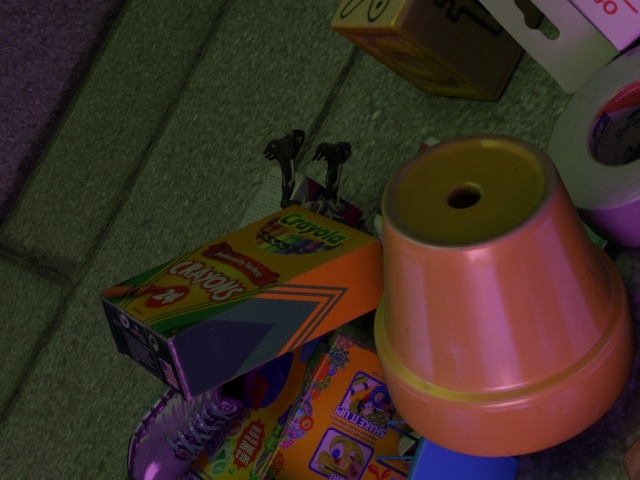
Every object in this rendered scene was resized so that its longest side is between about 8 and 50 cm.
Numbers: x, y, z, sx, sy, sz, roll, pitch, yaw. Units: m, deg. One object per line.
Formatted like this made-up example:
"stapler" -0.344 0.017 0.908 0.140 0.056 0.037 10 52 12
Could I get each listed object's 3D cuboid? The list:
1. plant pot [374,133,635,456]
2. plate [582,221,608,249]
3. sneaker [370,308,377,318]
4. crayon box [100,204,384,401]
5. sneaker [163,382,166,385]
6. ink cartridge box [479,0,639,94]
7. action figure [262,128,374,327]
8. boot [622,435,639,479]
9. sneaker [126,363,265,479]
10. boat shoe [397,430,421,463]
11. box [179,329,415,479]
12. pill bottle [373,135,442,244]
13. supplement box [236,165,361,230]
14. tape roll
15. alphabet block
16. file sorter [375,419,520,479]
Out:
"plant pot" 0.161 0.037 1.334 0.254 0.239 0.254 -11 41 10
"plate" 0.271 -0.014 1.545 0.188 0.024 0.188 -39 33 32
"sneaker" 0.133 0.042 1.618 0.208 0.094 0.081 -53 23 28
"crayon box" -0.062 0.051 1.561 0.319 0.081 0.202 -25 23 -23
"sneaker" -0.154 0.213 1.917 0.299 0.121 0.112 -159 66 -77
"ink cartridge box" 0.333 -0.345 1.504 0.353 0.207 0.119 -44 -5 13
"action figure" 0.000 0.000 1.826 0.141 0.164 0.275 120 147 -63
"boot" 0.347 0.178 1.176 0.197 0.073 0.152 -61 24 21
"sneaker" -0.140 0.197 1.575 0.098 0.083 0.223 22 82 58
"boat shoe" 0.128 0.212 1.517 0.100 0.035 0.035 -30 17 10
"box" -0.038 0.236 1.646 0.279 0.177 0.290 -63 27 -5
"pill bottle" 0.128 -0.027 1.703 0.180 0.108 0.108 -56 27 4
"supplement box" -0.057 0.019 1.965 0.220 0.111 0.114 -62 27 -5
"tape roll" 0.341 -0.103 1.432 0.219 0.072 0.219 -32 37 28
"alphabet block" 0.164 -0.319 1.847 0.197 0.193 0.192 -61 26 -5
"file sorter" 0.107 0.280 1.424 0.104 0.118 0.170 -15 50 59
